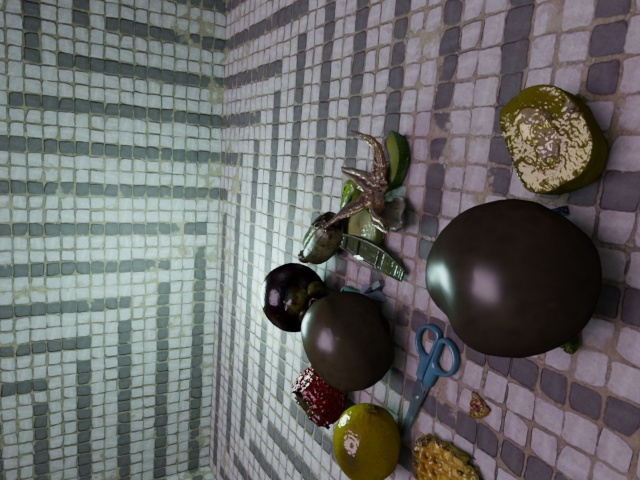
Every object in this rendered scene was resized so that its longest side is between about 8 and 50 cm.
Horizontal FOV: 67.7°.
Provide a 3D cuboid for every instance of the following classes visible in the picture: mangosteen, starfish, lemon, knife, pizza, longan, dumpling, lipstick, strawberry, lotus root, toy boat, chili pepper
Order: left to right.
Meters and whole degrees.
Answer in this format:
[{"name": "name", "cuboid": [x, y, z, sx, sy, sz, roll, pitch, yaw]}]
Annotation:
[{"name": "mangosteen", "cuboid": [-0.103, 0.251, 2.093, 0.330, 0.330, 0.329, 4, 94, 59]}, {"name": "lotus root", "cuboid": [0.000, 0.000, 2.044, 0.309, 0.173, 0.173, -53, 47, 46]}, {"name": "strawberry", "cuboid": [0.011, 0.634, 2.017, 0.261, 0.258, 0.261, 40, 150, 29]}, {"name": "longan", "cuboid": [0.102, 0.361, 1.734, 0.361, 0.361, 0.360, 4, 94, 59]}, {"name": "starfish", "cuboid": [0.141, -0.186, 1.694, 0.384, 0.132, 0.397, -14, 71, 54]}, {"name": "knife", "cuboid": [0.171, 0.206, 1.888, 0.260, 0.035, 0.063, -4, 77, 53]}, {"name": "lemon", "cuboid": [0.165, 0.718, 1.695, 0.267, 0.268, 0.267, 4, 94, 59]}, {"name": "lipstick", "cuboid": [0.201, 0.182, 1.820, 0.107, 0.025, 0.025, -39, 57, 46]}, {"name": "toy boat", "cuboid": [0.198, 0.058, 1.746, 0.293, 0.055, 0.093, 31, 125, 33]}, {"name": "dumpling", "cuboid": [0.250, -0.095, 1.671, 0.127, 0.108, 0.188, -62, 23, 5]}, {"name": "pizza", "cuboid": [0.456, 0.487, 1.409, 0.083, 0.025, 0.078, -53, 50, 47]}, {"name": "longan", "cuboid": [0.436, 0.081, 1.118, 0.405, 0.336, 0.404, -28, 40, 26]}, {"name": "chili pepper", "cuboid": [0.545, 0.232, 1.205, 0.204, 0.072, 0.073, 2, 85, 62]}]

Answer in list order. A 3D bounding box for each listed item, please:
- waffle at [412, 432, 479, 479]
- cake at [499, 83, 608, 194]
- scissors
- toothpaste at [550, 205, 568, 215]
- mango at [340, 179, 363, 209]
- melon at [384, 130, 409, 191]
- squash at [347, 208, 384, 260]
[{"name": "waffle", "cuboid": [0.384, 0.740, 1.507, 0.280, 0.060, 0.262, -61, 42, 41]}, {"name": "cake", "cuboid": [0.543, -0.240, 1.114, 0.179, 0.156, 0.260, -26, 73, 40]}, {"name": "scissors", "cuboid": [0.338, 0.496, 1.605, 0.192, 0.029, 0.446, 45, 128, 50]}, {"name": "toothpaste", "cuboid": [0.578, -0.068, 1.191, 0.083, 0.019, 0.027, -13, 63, 55]}, {"name": "mango", "cuboid": [0.123, -0.178, 1.907, 0.165, 0.074, 0.091, 117, 139, -50]}, {"name": "melon", "cuboid": [0.259, -0.269, 1.683, 0.118, 0.064, 0.209, 54, 137, 43]}, {"name": "squash", "cuboid": [0.167, -0.031, 1.866, 0.219, 0.041, 0.219, 2, 92, 59]}]
